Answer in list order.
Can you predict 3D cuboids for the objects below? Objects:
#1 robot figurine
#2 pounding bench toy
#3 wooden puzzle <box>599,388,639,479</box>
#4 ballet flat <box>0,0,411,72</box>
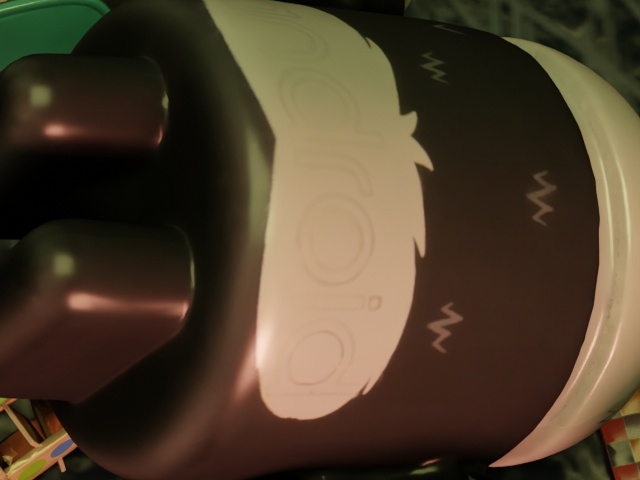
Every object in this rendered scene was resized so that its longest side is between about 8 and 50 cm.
[{"bbox_3d":[-0.001,0.003,0.656,0.278,0.173,0.209,2,106,-35],"label":"robot figurine"},{"bbox_3d":[-0.120,0.063,0.713,0.065,0.083,0.052,-36,73,-13],"label":"pounding bench toy"},{"bbox_3d":[0.142,0.083,0.746,0.049,0.006,0.083,-12,69,-4],"label":"wooden puzzle"},{"bbox_3d":[-0.083,-0.104,0.791,0.248,0.086,0.086,-11,69,-6],"label":"ballet flat"}]
